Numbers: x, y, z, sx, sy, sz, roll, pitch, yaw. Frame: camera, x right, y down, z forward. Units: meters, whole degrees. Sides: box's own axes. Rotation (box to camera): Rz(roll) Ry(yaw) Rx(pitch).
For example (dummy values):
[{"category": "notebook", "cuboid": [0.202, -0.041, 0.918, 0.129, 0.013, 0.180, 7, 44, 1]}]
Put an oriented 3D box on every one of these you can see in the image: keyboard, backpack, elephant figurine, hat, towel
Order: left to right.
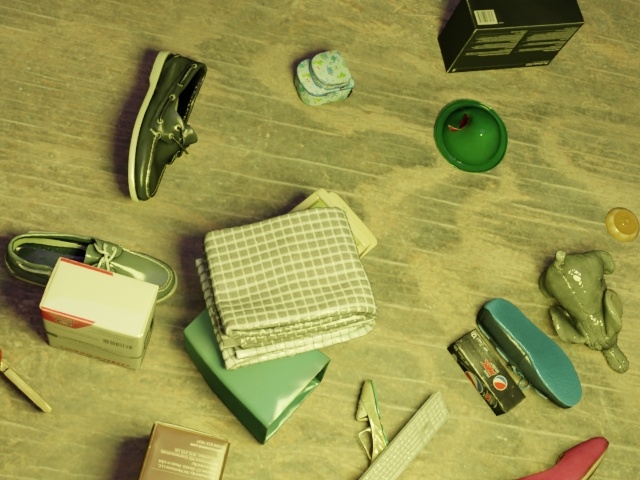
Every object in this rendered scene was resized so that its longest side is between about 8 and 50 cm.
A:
[{"category": "towel", "cuboid": [-0.062, 0.072, 1.476, 0.284, 0.121, 0.234, -12, 60, -11]}, {"category": "backpack", "cuboid": [0.006, -0.350, 1.812, 0.114, 0.084, 0.105, -19, 74, -15]}, {"category": "keyboard", "cuboid": [0.158, 0.392, 1.587, 0.256, 0.014, 0.072, -42, 119, -28]}, {"category": "hat", "cuboid": [0.349, -0.250, 1.797, 0.173, 0.183, 0.208, 24, 68, -4]}, {"category": "elephant figurine", "cuboid": [0.549, 0.148, 1.708, 0.186, 0.169, 0.239, -7, 69, -20]}]

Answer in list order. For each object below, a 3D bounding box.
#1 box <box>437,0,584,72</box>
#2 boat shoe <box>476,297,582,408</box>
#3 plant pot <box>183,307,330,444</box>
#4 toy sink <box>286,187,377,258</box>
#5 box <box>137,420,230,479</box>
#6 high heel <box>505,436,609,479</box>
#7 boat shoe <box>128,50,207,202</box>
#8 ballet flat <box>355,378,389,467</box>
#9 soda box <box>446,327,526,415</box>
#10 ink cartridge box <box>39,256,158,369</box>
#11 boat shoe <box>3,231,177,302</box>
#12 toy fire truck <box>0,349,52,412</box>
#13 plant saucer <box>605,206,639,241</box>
[{"category": "box", "cuboid": [0.420, -0.468, 1.891, 0.262, 0.184, 0.103, -7, 70, -15]}, {"category": "boat shoe", "cuboid": [0.420, 0.228, 1.702, 0.109, 0.089, 0.258, -25, 72, -32]}, {"category": "plant pot", "cuboid": [-0.131, 0.221, 1.545, 0.234, 0.165, 0.165, 39, 67, 11]}, {"category": "toy sink", "cuboid": [0.000, 0.000, 1.662, 0.234, 0.131, 0.152, -38, 83, -21]}, {"category": "box", "cuboid": [-0.264, 0.508, 1.394, 0.143, 0.191, 0.381, 17, 69, -6]}, {"category": "high heel", "cuboid": [0.384, 0.444, 1.608, 0.377, 0.127, 0.181, -29, 57, -32]}, {"category": "boat shoe", "cuboid": [-0.295, -0.225, 1.681, 0.113, 0.127, 0.339, 7, 60, 3]}, {"category": "ballet flat", "cuboid": [0.093, 0.348, 1.603, 0.053, 0.057, 0.168, -12, 74, -6]}, {"category": "soda box", "cuboid": [0.329, 0.262, 1.683, 0.060, 0.053, 0.168, -32, 80, -20]}, {"category": "ink cartridge box", "cuboid": [-0.382, 0.134, 1.476, 0.172, 0.237, 0.100, 17, 65, -6]}, {"category": "boat shoe", "cuboid": [-0.424, 0.050, 1.569, 0.320, 0.099, 0.116, 12, 68, -8]}, {"category": "toy fire truck", "cuboid": [-0.580, 0.239, 1.420, 0.247, 0.217, 0.158, 0, 100, -18]}, {"category": "plant saucer", "cuboid": [0.677, -0.038, 1.886, 0.084, 0.015, 0.083, 4, 70, -11]}]
